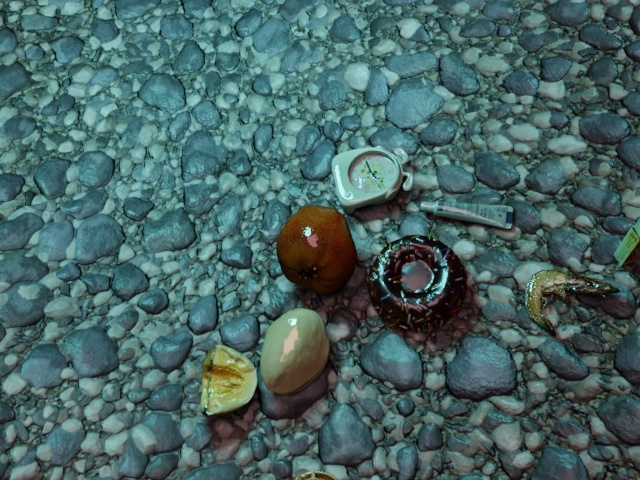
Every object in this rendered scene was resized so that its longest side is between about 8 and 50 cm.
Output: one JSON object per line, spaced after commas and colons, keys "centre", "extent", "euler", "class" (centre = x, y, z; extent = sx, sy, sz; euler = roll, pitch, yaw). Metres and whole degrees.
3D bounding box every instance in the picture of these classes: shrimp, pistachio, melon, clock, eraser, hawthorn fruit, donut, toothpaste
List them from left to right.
{"centre": [-0.207, 0.322, 1.691], "extent": [0.128, 0.079, 0.160], "euler": [7, 66, -6], "class": "melon"}
{"centre": [-0.056, 0.244, 1.670], "extent": [0.145, 0.117, 0.200], "euler": [17, 71, 11], "class": "pistachio"}
{"centre": [0.000, 0.000, 1.740], "extent": [0.196, 0.196, 0.225], "euler": [7, 51, 13], "class": "hawthorn fruit"}
{"centre": [0.129, -0.154, 1.845], "extent": [0.191, 0.062, 0.151], "euler": [-12, 64, 4], "class": "clock"}
{"centre": [0.218, 0.090, 1.707], "extent": [0.235, 0.089, 0.235], "euler": [-3, 65, 7], "class": "donut"}
{"centre": [0.343, -0.067, 1.783], "extent": [0.216, 0.037, 0.062], "euler": [7, 67, 9], "class": "toothpaste"}
{"centre": [0.544, 0.140, 1.652], "extent": [0.195, 0.035, 0.148], "euler": [9, 65, 21], "class": "shrimp"}
{"centre": [0.720, -0.021, 1.587], "extent": [0.157, 0.230, 0.038], "euler": [-20, 68, 1], "class": "eraser"}

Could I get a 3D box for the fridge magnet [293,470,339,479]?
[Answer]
{"centre": [-0.010, 0.547, 1.556], "extent": [0.143, 0.063, 0.143], "euler": [-3, 63, 7], "class": "fridge magnet"}
